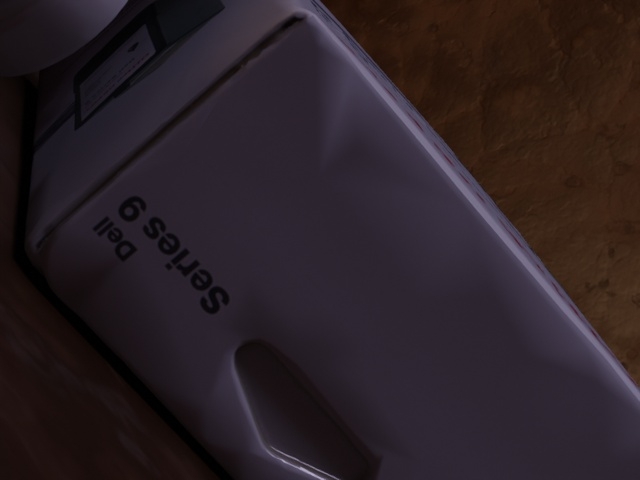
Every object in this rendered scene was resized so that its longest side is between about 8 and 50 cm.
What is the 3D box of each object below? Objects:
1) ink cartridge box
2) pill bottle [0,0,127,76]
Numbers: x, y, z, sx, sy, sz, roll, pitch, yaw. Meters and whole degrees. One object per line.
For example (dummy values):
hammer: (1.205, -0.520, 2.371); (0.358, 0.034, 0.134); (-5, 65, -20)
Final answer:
ink cartridge box: (0.000, 0.000, 0.717); (0.211, 0.121, 0.289); (48, 6, -18)
pill bottle: (-0.141, -0.141, 0.558); (0.208, 0.117, 0.117); (44, 7, -46)
